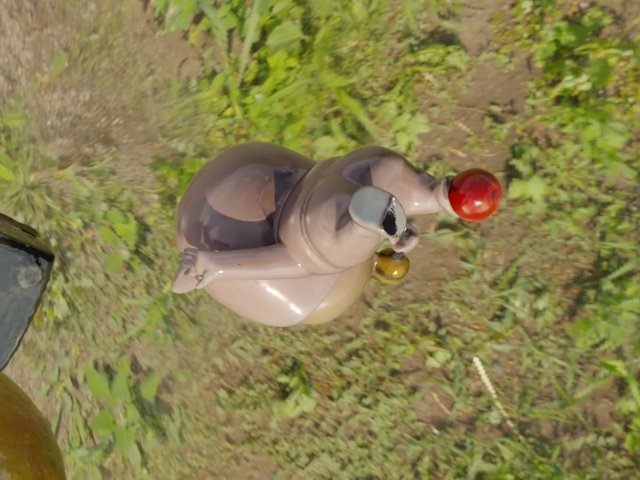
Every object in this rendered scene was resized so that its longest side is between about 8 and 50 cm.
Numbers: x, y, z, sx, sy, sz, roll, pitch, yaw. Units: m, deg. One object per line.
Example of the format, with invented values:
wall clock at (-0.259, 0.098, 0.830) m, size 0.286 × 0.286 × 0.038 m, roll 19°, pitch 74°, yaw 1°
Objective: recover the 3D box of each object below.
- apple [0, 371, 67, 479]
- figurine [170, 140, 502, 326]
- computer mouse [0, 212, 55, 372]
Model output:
apple at (-0.505, 0.320, 1.277) m, size 0.374 × 0.384 × 0.374 m, roll -28°, pitch 142°, yaw -24°
figurine at (0.000, 0.000, 0.874) m, size 0.186 × 0.287 × 0.176 m, roll 47°, pitch 51°, yaw -28°
computer mouse at (-0.346, 0.026, 0.811) m, size 0.269 × 0.100 × 0.170 m, roll 31°, pitch 92°, yaw -49°
